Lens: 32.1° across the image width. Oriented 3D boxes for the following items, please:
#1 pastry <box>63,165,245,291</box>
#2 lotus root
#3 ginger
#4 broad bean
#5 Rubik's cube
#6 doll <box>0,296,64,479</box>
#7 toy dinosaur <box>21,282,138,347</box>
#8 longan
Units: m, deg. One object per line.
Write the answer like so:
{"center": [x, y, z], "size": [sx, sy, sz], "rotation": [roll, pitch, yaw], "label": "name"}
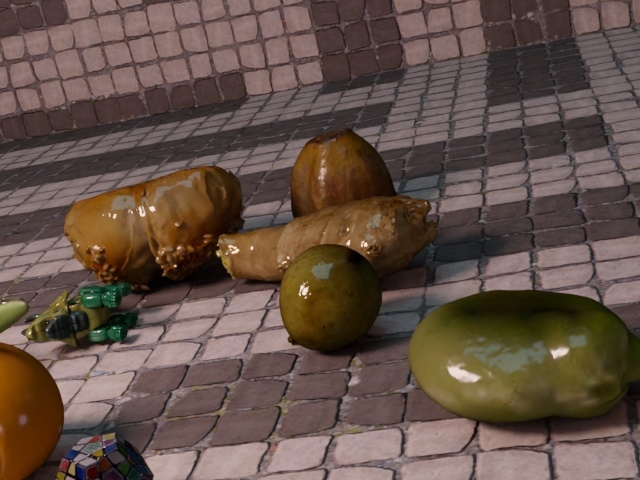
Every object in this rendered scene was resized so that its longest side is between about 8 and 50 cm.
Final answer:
{"center": [-0.278, -0.016, 1.942], "size": [0.315, 0.184, 0.284], "rotation": [-16, 4, -6], "label": "pastry"}
{"center": [0.030, -0.120, 2.064], "size": [0.188, 0.180, 0.199], "rotation": [-26, 23, -24], "label": "lotus root"}
{"center": [0.013, -0.016, 1.788], "size": [0.375, 0.166, 0.236], "rotation": [12, 46, 39], "label": "ginger"}
{"center": [0.232, 0.129, 1.283], "size": [0.238, 0.119, 0.291], "rotation": [-27, 22, -36], "label": "broad bean"}
{"center": [-0.241, 0.269, 1.232], "size": [0.111, 0.111, 0.093], "rotation": [5, -3, 42], "label": "Rubik's cube"}
{"center": [-0.428, 0.190, 1.363], "size": [0.213, 0.236, 0.213], "rotation": [-9, 13, 2], "label": "doll"}
{"center": [-0.367, 0.112, 1.801], "size": [0.153, 0.094, 0.259], "rotation": [-4, 11, 14], "label": "toy dinosaur"}
{"center": [0.006, 0.085, 1.550], "size": [0.154, 0.145, 0.176], "rotation": [-8, -33, -51], "label": "longan"}
